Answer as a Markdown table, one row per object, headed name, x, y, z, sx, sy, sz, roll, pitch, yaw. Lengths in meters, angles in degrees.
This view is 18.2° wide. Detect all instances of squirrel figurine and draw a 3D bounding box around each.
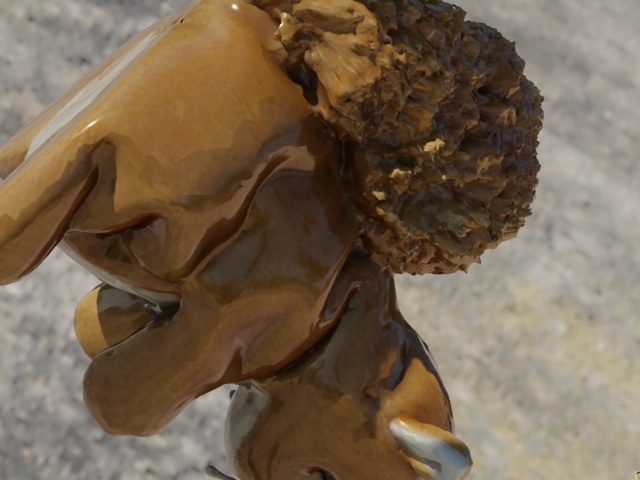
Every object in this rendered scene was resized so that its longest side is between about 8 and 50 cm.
| name | x | y | z | sx | sy | sz | roll | pitch | yaw |
| --- | --- | --- | --- | --- | --- | --- | --- | --- | --- |
| squirrel figurine | 0.000 | 0.000 | 1.393 | 0.370 | 0.397 | 0.281 | 49 | 2 | -12 |

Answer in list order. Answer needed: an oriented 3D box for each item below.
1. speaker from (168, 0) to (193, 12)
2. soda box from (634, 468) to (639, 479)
| name | x | y | z | sx | sy | sz | roll | pitch | yaw |
| --- | --- | --- | --- | --- | --- | --- | --- | --- | --- |
| speaker | -0.084 | -0.233 | 1.677 | 0.055 | 0.055 | 0.136 | 24 | -23 | -19 |
| soda box | 0.125 | 0.132 | 0.456 | 0.061 | 0.058 | 0.181 | 4 | 72 | -73 |
